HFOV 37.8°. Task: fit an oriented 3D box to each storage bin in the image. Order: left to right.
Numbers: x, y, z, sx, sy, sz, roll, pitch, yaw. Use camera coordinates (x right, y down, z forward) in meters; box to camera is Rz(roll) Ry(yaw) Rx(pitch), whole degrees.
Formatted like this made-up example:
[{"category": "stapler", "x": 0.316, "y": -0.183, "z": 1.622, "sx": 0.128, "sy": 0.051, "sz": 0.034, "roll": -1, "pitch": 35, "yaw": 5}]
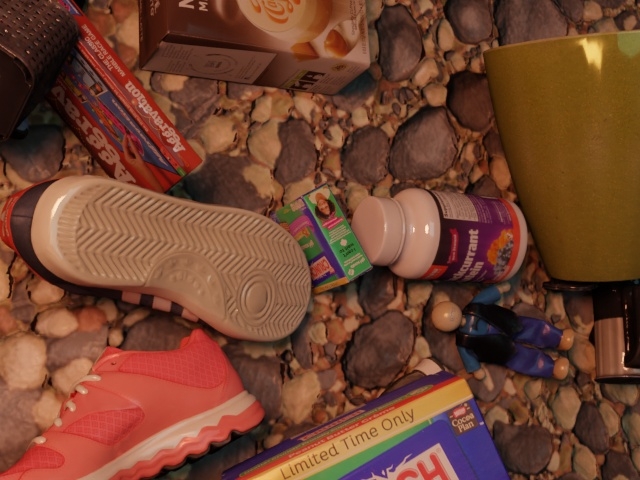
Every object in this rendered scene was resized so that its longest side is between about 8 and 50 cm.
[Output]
[{"category": "storage bin", "x": -0.325, "y": -0.190, "z": 0.835, "sx": 0.180, "sy": 0.122, "sz": 0.084, "roll": 36, "pitch": 48, "yaw": -11}]

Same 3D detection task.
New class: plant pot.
[{"category": "plant pot", "x": 0.352, "y": -0.102, "z": 1.182, "sx": 0.275, "sy": 0.275, "sz": 0.293, "roll": -8, "pitch": 97, "yaw": -29}]

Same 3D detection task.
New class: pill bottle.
[{"category": "pill bottle", "x": 0.138, "y": -0.005, "z": 1.107, "sx": 0.193, "sy": 0.108, "sz": 0.108, "roll": 4, "pitch": 75, "yaw": -27}]

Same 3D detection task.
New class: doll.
[{"category": "doll", "x": 0.221, "y": 0.112, "z": 1.157, "sx": 0.189, "sy": 0.046, "sz": 0.129, "roll": 17, "pitch": 79, "yaw": -17}]

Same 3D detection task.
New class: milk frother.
[{"category": "milk frother", "x": 0.365, "y": 0.114, "z": 1.216, "sx": 0.143, "sy": 0.129, "sz": 0.135, "roll": -2, "pitch": 73, "yaw": 16}]

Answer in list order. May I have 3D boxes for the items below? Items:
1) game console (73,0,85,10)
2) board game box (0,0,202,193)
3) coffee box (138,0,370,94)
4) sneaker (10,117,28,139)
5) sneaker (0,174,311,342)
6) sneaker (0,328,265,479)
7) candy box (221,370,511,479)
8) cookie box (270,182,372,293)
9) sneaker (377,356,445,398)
[{"category": "game console", "x": -0.303, "y": -0.306, "z": 1.001, "sx": 0.107, "sy": 0.071, "sz": 0.122, "roll": 41, "pitch": 53, "yaw": -48}, {"category": "board game box", "x": -0.239, "y": -0.160, "z": 0.925, "sx": 0.027, "sy": 0.145, "sz": 0.281, "roll": -43, "pitch": 98, "yaw": -30}, {"category": "coffee box", "x": -0.075, "y": -0.260, "z": 1.063, "sx": 0.246, "sy": 0.098, "sz": 0.141, "roll": 2, "pitch": 76, "yaw": -28}, {"category": "sneaker", "x": -0.356, "y": -0.110, "z": 0.898, "sx": 0.162, "sy": 0.063, "sz": 0.073, "roll": -19, "pitch": 90, "yaw": -30}, {"category": "sneaker", "x": -0.159, "y": 0.014, "z": 0.945, "sx": 0.350, "sy": 0.148, "sz": 0.131, "roll": 26, "pitch": 74, "yaw": -45}, {"category": "sneaker", "x": -0.210, "y": 0.177, "z": 0.891, "sx": 0.314, "sy": 0.116, "sz": 0.136, "roll": -17, "pitch": 76, "yaw": -37}, {"category": "candy box", "x": 0.082, "y": 0.328, "z": 0.940, "sx": 0.268, "sy": 0.122, "sz": 0.317, "roll": -24, "pitch": 87, "yaw": -8}, {"category": "cookie box", "x": 0.000, "y": 0.000, "z": 1.042, "sx": 0.040, "sy": 0.092, "sz": 0.107, "roll": -31, "pitch": 92, "yaw": -28}, {"category": "sneaker", "x": 0.128, "y": 0.258, "z": 1.057, "sx": 0.106, "sy": 0.078, "sz": 0.234, "roll": -21, "pitch": 86, "yaw": -24}]
